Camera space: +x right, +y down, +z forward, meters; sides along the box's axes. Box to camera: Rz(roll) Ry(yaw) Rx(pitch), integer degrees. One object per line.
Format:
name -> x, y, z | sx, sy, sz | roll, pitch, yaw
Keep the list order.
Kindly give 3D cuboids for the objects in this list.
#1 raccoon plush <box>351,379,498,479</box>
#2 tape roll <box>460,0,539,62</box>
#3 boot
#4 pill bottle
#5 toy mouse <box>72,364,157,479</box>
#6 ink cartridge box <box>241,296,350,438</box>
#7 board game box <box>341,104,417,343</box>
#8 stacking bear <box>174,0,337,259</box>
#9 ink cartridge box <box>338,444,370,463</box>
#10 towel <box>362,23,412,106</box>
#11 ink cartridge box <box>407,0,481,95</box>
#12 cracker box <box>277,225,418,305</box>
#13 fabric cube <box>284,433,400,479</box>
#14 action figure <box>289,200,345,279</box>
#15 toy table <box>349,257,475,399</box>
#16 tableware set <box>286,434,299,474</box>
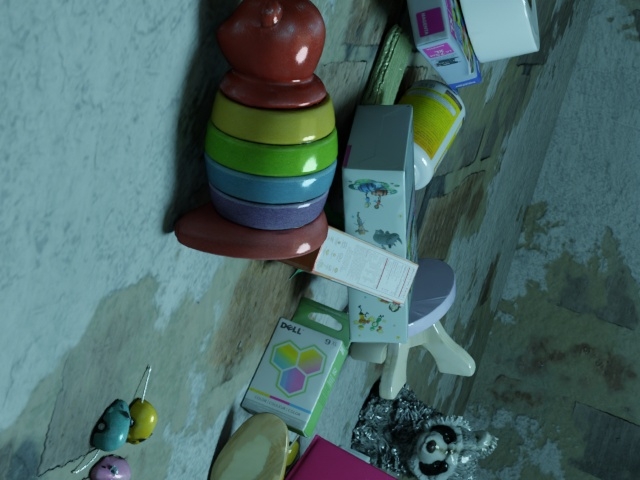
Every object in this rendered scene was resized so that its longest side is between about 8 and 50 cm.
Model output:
raccoon plush -> 0.264, 0.438, 2.556 | 0.446, 0.299, 0.216 | -14, 121, -69
tape roll -> 0.285, -0.439, 1.840 | 0.286, 0.100, 0.286 | -10, 90, -73
boot -> -0.101, 0.378, 1.780 | 0.295, 0.104, 0.211 | -69, 168, 13
pill bottle -> 0.156, -0.166, 1.908 | 0.215, 0.117, 0.117 | -58, 158, -35
toy mouse -> -0.238, 0.246, 1.325 | 0.143, 0.031, 0.161 | -32, 138, -63
ink cartridge box -> -0.028, 0.189, 1.754 | 0.209, 0.109, 0.062 | -65, 162, -16
board game box -> 0.095, -0.027, 1.737 | 0.224, 0.097, 0.303 | -74, 162, -58
stacking bear -> -0.059, -0.140, 1.267 | 0.175, 0.164, 0.289 | -43, 143, -55
ink cartridge box -> 0.027, 0.517, 2.313 | 0.175, 0.072, 0.127 | -27, 134, -66
towel -> 0.109, -0.270, 1.810 | 0.110, 0.027, 0.148 | 12, 96, -73
ink cartridge box -> 0.195, -0.354, 1.778 | 0.311, 0.065, 0.186 | 25, 55, -72
cracker box -> 0.005, 0.015, 1.491 | 0.232, 0.155, 0.067 | 23, 87, -54
fabric cube -> 0.033, 0.558, 2.022 | 0.254, 0.258, 0.259 | -50, 158, -37
action figure -> 0.000, 0.000, 1.713 | 0.232, 0.063, 0.137 | 19, 89, -68
toy table -> 0.168, 0.166, 2.129 | 0.274, 0.252, 0.161 | -34, 125, -43
tableware set -> -0.073, 0.417, 2.006 | 0.104, 0.024, 0.154 | -50, 155, -39
